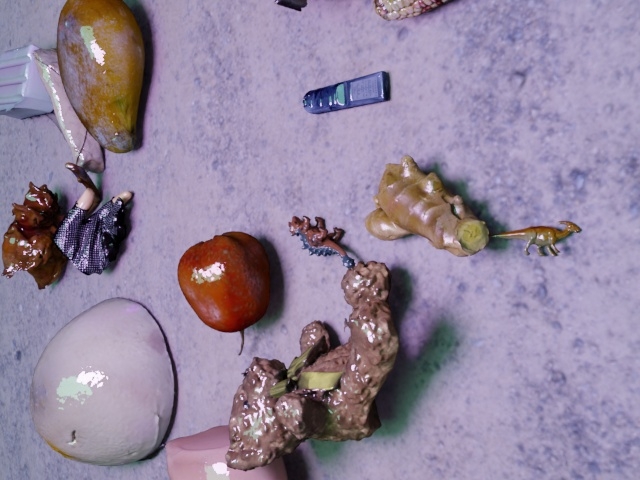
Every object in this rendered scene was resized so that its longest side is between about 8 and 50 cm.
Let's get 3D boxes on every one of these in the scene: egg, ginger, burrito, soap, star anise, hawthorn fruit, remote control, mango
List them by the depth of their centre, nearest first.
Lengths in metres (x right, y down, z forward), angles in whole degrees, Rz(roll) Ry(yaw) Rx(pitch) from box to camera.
[{"bbox_3d":[0.140,-0.046,0.938,0.205,0.081,0.115,15,87,45],"label":"ginger"},{"bbox_3d":[0.035,-0.218,1.055,0.152,0.027,0.043,-5,84,38],"label":"remote control"},{"bbox_3d":[-0.144,0.090,1.140,0.163,0.163,0.203,-22,92,38],"label":"hawthorn fruit"},{"bbox_3d":[-0.446,0.282,1.354,0.337,0.201,0.337,2,93,37],"label":"egg"},{"bbox_3d":[-0.419,-0.326,1.359,0.193,0.146,0.316,2,107,41],"label":"mango"},{"bbox_3d":[-0.518,-0.268,1.450,0.059,0.082,0.275,-10,98,58],"label":"burrito"},{"bbox_3d":[-0.580,-0.038,1.486,0.346,0.148,0.237,-52,18,29],"label":"star anise"},{"bbox_3d":[-0.655,-0.344,1.553,0.230,0.091,0.145,10,90,48],"label":"soap"}]

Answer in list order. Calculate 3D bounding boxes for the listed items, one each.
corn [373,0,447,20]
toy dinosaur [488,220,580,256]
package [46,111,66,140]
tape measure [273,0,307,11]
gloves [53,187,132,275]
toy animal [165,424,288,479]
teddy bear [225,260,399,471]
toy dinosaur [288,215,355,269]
[{"bbox_3d":[0.176,-0.360,0.898,0.253,0.086,0.086,-24,76,39],"label":"corn"},{"bbox_3d":[0.264,0.002,0.868,0.113,0.026,0.041,-11,77,30],"label":"toy dinosaur"},{"bbox_3d":[-0.552,-0.353,1.532,0.154,0.030,0.239,45,118,32],"label":"package"},{"bbox_3d":[-0.087,-0.411,0.991,0.231,0.271,0.133,25,107,38],"label":"tape measure"},{"bbox_3d":[-0.440,-0.028,1.421,0.181,0.106,0.129,-43,65,0],"label":"gloves"},{"bbox_3d":[-0.137,0.425,1.108,0.213,0.195,0.256,-26,78,45],"label":"toy animal"},{"bbox_3d":[-0.015,0.176,0.989,0.223,0.246,0.296,6,116,2],"label":"teddy bear"},{"bbox_3d":[0.000,0.000,1.072,0.154,0.049,0.055,37,111,39],"label":"toy dinosaur"}]
